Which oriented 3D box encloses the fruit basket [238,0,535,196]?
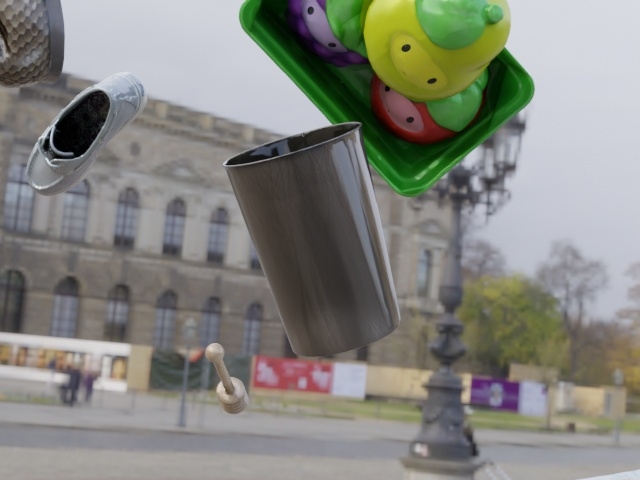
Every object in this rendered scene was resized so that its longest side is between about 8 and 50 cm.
[{"bbox_3d":[0.106,-0.253,1.471,0.283,0.392,0.392,-41,-22,14],"label":"fruit basket"}]

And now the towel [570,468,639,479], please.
[{"bbox_3d":[0.170,0.264,0.853,0.375,0.090,0.320,-15,-2,22],"label":"towel"}]

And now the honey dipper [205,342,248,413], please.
[{"bbox_3d":[-0.094,0.135,1.116,0.031,0.030,0.160,4,-26,4],"label":"honey dipper"}]

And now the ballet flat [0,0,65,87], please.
[{"bbox_3d":[-0.194,-0.188,0.608,0.058,0.249,0.084,-8,-23,-26],"label":"ballet flat"}]

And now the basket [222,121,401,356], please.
[{"bbox_3d":[0.000,0.000,1.235,0.154,0.226,0.204,-13,11,13],"label":"basket"}]

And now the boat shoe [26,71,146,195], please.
[{"bbox_3d":[-0.310,-0.128,1.388,0.227,0.079,0.081,-39,-4,32],"label":"boat shoe"}]
